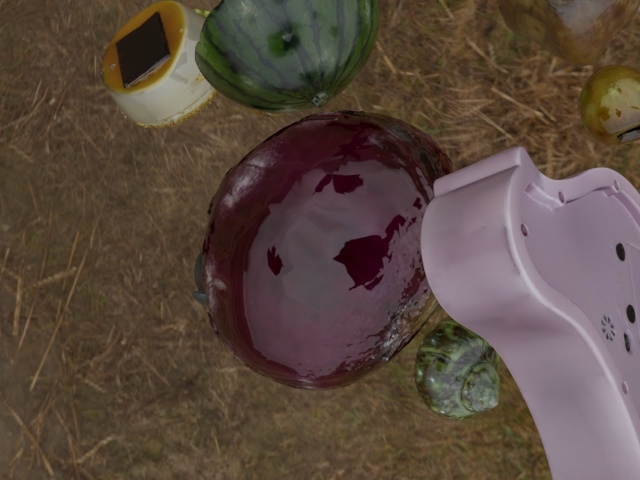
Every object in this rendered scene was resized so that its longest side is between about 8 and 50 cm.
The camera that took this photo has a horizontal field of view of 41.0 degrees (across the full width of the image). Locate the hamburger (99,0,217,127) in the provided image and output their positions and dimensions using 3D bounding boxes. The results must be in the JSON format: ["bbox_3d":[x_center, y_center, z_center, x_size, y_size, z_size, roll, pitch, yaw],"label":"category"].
[{"bbox_3d":[-0.326,-0.373,1.844,0.294,0.276,0.179,-33,140,13],"label":"hamburger"}]

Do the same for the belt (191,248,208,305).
[{"bbox_3d":[-0.178,0.067,1.965,0.268,0.116,0.206,-24,103,-28],"label":"belt"}]

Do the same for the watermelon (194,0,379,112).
[{"bbox_3d":[-0.023,-0.322,1.402,0.331,0.331,0.189,-40,82,1],"label":"watermelon"}]

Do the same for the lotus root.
[{"bbox_3d":[0.531,-0.560,1.825,0.316,0.250,0.316,0,89,21],"label":"lotus root"}]

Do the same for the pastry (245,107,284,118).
[{"bbox_3d":[-0.111,-0.334,1.819,0.081,0.153,0.153,-8,119,-57],"label":"pastry"}]

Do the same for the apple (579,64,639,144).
[{"bbox_3d":[0.415,-0.189,1.179,0.114,0.099,0.102,-6,69,-17],"label":"apple"}]

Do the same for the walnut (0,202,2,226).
[{"bbox_3d":[-0.665,-0.081,1.516,0.178,0.178,0.230,-44,110,3],"label":"walnut"}]

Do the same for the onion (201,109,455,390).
[{"bbox_3d":[0.000,0.000,0.963,0.336,0.282,0.260,-54,157,6],"label":"onion"}]

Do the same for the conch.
[{"bbox_3d":[0.241,0.210,1.425,0.187,0.181,0.124,-2,146,-31],"label":"conch"}]

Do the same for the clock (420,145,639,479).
[{"bbox_3d":[0.193,0.085,0.638,0.275,0.080,0.290,14,65,-42],"label":"clock"}]
